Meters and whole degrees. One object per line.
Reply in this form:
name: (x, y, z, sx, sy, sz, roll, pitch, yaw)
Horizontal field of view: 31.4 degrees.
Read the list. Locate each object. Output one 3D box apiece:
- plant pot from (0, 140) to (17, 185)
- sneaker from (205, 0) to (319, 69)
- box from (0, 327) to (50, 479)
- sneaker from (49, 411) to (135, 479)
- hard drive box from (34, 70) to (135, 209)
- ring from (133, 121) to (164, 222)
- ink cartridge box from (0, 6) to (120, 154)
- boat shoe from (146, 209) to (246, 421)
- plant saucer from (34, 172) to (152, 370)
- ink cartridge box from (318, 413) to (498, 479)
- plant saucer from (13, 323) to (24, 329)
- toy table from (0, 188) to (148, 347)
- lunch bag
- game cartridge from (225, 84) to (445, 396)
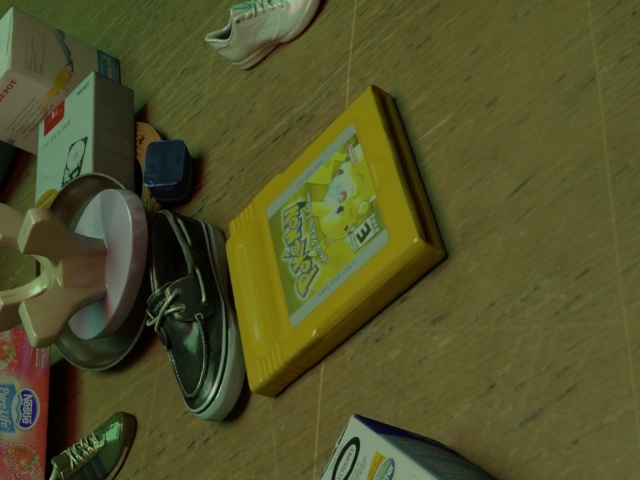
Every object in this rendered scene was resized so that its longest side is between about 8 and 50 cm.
plant pot: (-0.751, -0.180, 2.341, 0.290, 0.290, 0.195, 8, 108, 53)
sneaker: (-0.088, -0.339, 1.712, 0.212, 0.094, 0.080, -35, 45, 34)
box: (-0.513, 0.298, 1.810, 0.142, 0.154, 0.300, 118, 153, -49)
sneaker: (-0.353, 0.331, 1.676, 0.192, 0.086, 0.064, -59, 37, 9)
hard drive box: (-0.404, -0.142, 1.951, 0.181, 0.089, 0.232, -36, 45, 33)
ring: (-0.354, -0.041, 1.934, 0.337, 0.032, 0.336, -29, 49, 40)
ink cartridge box: (-0.512, -0.277, 2.090, 0.171, 0.233, 0.168, -38, 45, 33)
boat shoe: (-0.190, 0.099, 1.574, 0.121, 0.119, 0.335, -43, 42, 28)
plant saucer: (-0.346, 0.049, 1.792, 0.311, 0.050, 0.310, -1, 88, 44)
ink cartridge box: (0.093, 0.343, 1.058, 0.395, 0.151, 0.270, 28, 92, 52)
plant saucer: (-0.540, 0.175, 2.046, 0.168, 0.029, 0.168, -27, 52, 41)
toy table: (-0.376, 0.039, 1.651, 0.252, 0.161, 0.274, 52, 132, 39)
lunch bag: (-0.236, -0.109, 1.786, 0.067, 0.065, 0.098, -3, 61, 10)
game cartridge: (0.000, 0.000, 1.450, 0.324, 0.053, 0.285, -41, 43, 28)
